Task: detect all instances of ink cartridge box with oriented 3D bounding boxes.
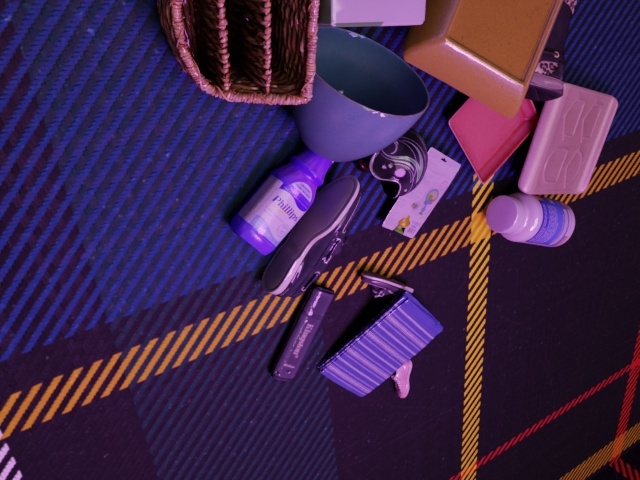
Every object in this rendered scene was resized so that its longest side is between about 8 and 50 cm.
[{"bbox_3d":[0.032,-0.464,1.068,0.201,0.278,0.117,-13,115,-28],"label":"ink cartridge box"}]

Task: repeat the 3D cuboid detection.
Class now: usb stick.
[{"bbox_3d":[-0.048,0.242,1.492,0.077,0.045,0.278,20,100,-39],"label":"usb stick"}]

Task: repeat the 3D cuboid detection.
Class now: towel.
[{"bbox_3d":[0.178,0.305,1.640,0.336,0.040,0.243,-42,131,8],"label":"towel"}]

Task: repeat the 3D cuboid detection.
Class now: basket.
[{"bbox_3d":[-0.145,-0.388,0.972,0.213,0.223,0.299,-21,141,-26],"label":"basket"}]

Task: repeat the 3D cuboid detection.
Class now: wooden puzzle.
[{"bbox_3d":[0.735,-0.300,1.721,0.348,0.080,0.322,-2,113,-38],"label":"wooden puzzle"}]

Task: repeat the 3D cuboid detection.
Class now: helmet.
[{"bbox_3d":[0.177,-0.193,1.364,0.161,0.169,0.169,24,97,-22],"label":"helmet"}]

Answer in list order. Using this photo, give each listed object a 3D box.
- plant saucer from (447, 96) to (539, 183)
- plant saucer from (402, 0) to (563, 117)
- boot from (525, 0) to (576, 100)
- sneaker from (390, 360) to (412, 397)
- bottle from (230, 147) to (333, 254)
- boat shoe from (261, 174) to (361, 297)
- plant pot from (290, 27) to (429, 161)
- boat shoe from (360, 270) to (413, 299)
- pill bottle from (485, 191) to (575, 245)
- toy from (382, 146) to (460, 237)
[{"bbox_3d":[0.469,-0.331,1.564,0.258,0.047,0.259,-48,129,-6],"label":"plant saucer"},{"bbox_3d":[0.390,-0.492,1.271,0.332,0.081,0.333,22,89,-20],"label":"plant saucer"},{"bbox_3d":[0.462,-0.531,1.404,0.377,0.138,0.284,16,88,-13],"label":"boot"},{"bbox_3d":[0.240,0.431,1.768,0.070,0.051,0.134,-4,110,-30],"label":"sneaker"},{"bbox_3d":[-0.075,-0.104,1.281,0.283,0.092,0.118,-49,130,-4],"label":"bottle"},{"bbox_3d":[0.002,0.002,1.362,0.113,0.127,0.340,32,94,-40],"label":"boat shoe"},{"bbox_3d":[0.052,-0.281,1.197,0.290,0.290,0.195,-2,142,-33],"label":"plant pot"},{"bbox_3d":[0.180,0.136,1.575,0.206,0.075,0.065,21,96,-43],"label":"boat shoe"},{"bbox_3d":[0.634,-0.066,1.730,0.272,0.152,0.152,7,107,-36],"label":"pill bottle"},{"bbox_3d":[0.257,-0.129,1.514,0.137,0.056,0.237,19,105,-41],"label":"toy"}]
